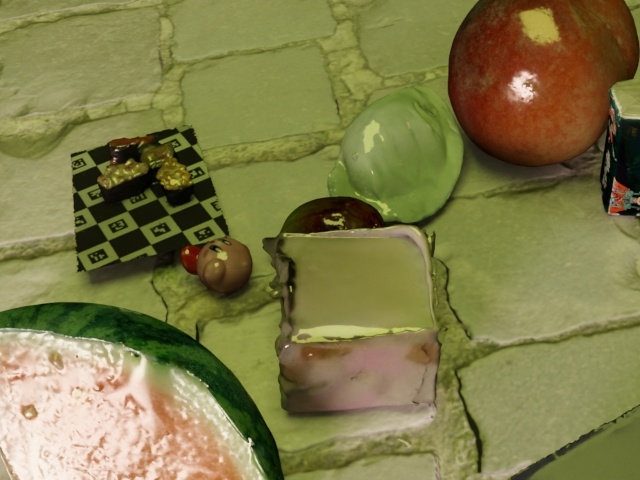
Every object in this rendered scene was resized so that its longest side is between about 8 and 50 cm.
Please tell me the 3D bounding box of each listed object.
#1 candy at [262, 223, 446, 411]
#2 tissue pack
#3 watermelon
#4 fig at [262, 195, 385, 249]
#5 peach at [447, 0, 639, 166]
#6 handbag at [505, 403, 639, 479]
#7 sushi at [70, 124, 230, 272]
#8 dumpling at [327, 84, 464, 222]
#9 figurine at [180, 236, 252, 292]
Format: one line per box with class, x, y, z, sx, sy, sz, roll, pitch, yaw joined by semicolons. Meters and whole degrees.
candy;0.039;0.082;1.180;0.195;0.137;0.185;-5;46;0
tissue pack;0.395;-0.110;1.293;0.103;0.170;0.090;-1;47;8
watermelon;-0.207;0.155;1.092;0.292;0.222;0.319;-13;46;1
fig;0.000;0.000;1.299;0.154;0.109;0.103;-13;52;34
peach;0.282;-0.227;1.377;0.252;0.252;0.252;-4;46;4
handbag;0.331;0.275;0.902;0.329;0.122;0.303;-34;48;4
sushi;-0.235;-0.081;1.411;0.192;0.043;0.279;-14;39;-5
dumpling;0.095;-0.105;1.389;0.219;0.153;0.108;-48;16;-20
figurine;-0.115;0.029;1.300;0.071;0.067;0.083;4;23;45
